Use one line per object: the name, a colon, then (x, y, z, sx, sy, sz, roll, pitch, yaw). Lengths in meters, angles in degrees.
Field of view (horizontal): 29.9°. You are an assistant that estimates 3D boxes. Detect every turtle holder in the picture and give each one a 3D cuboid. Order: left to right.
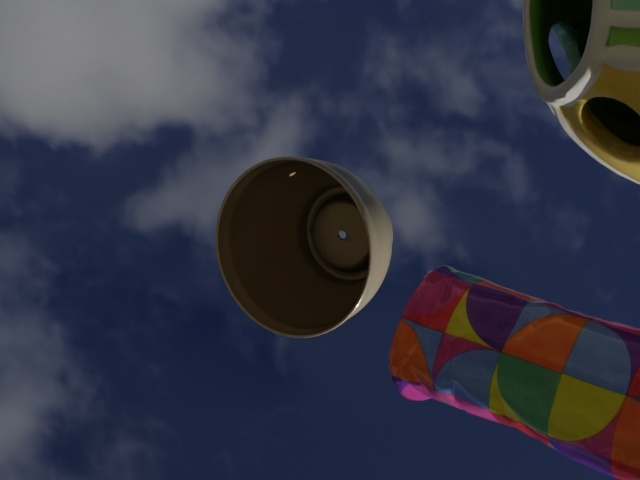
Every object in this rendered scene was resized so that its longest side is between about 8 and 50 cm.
turtle holder: (0.269, -0.122, 0.857, 0.227, 0.243, 0.320, 4, -85, -16)

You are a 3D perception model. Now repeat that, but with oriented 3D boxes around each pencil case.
pencil case: (0.160, 0.092, 0.755, 0.236, 0.104, 0.104, 21, -113, 31)

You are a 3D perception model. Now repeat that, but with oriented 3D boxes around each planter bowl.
planter bowl: (0.000, 0.000, 1.101, 0.162, 0.109, 0.162, 5, -80, 30)
